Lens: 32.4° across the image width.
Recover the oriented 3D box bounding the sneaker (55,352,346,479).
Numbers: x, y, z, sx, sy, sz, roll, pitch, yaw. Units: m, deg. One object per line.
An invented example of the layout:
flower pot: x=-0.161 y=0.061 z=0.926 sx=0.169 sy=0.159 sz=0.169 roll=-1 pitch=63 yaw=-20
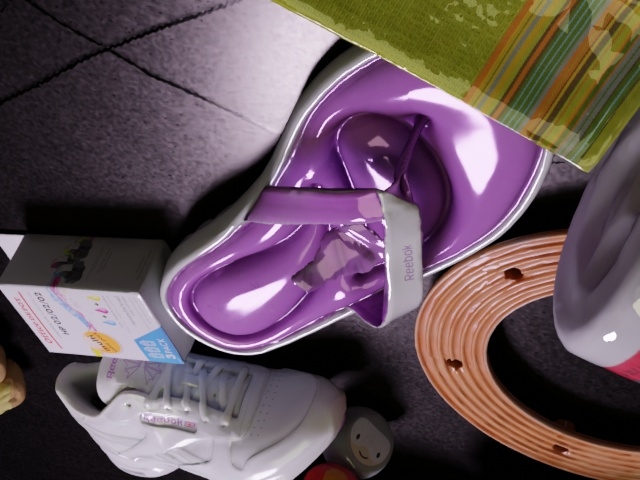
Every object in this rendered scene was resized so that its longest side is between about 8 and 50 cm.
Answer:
sneaker: x=-0.121 y=0.158 z=1.021 sx=0.305 sy=0.114 sz=0.152 roll=-8 pitch=137 yaw=33

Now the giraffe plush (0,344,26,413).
giraffe plush: x=-0.442 y=0.147 z=1.141 sx=0.170 sy=0.210 sz=0.181 roll=41 pitch=165 yaw=28

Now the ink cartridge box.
ink cartridge box: x=-0.205 y=0.050 z=0.965 sx=0.181 sy=0.062 sz=0.104 roll=2 pitch=140 yaw=23

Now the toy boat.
toy boat: x=0.037 y=0.292 z=1.110 sx=0.267 sy=0.148 sz=0.318 roll=19 pitch=151 yaw=22

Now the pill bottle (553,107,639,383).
pill bottle: x=0.308 y=0.039 z=0.611 sx=0.318 sy=0.176 sz=0.176 roll=23 pitch=144 yaw=-3

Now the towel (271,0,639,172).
towel: x=0.076 y=-0.130 z=0.598 sx=0.237 sy=0.021 sz=0.102 roll=26 pitch=114 yaw=-8

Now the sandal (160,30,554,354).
sandal: x=0.013 y=0.007 z=0.771 sx=0.169 sy=0.102 sz=0.416 roll=29 pitch=141 yaw=-16

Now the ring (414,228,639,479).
ring: x=0.238 y=0.095 z=0.843 sx=0.336 sy=0.032 sz=0.337 roll=12 pitch=143 yaw=10
